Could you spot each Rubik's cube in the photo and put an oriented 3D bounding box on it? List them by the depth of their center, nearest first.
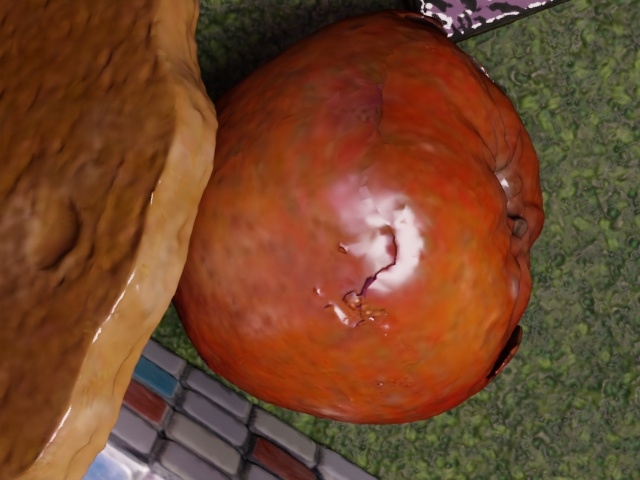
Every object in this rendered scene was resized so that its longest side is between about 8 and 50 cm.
[{"bbox_3d":[-0.119,0.246,1.072,0.259,0.253,0.256,34,100,-5],"label":"Rubik's cube"}]

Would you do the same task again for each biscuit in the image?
[{"bbox_3d":[-0.215,-0.014,1.002,0.365,0.062,0.385,-1,68,40],"label":"biscuit"}]

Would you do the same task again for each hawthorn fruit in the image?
[{"bbox_3d":[0.000,0.000,1.037,0.307,0.276,0.276,-19,99,31],"label":"hawthorn fruit"}]

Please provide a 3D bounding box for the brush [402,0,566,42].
[{"bbox_3d":[0.143,-0.221,1.076,0.197,0.059,0.123,-20,97,6],"label":"brush"}]
